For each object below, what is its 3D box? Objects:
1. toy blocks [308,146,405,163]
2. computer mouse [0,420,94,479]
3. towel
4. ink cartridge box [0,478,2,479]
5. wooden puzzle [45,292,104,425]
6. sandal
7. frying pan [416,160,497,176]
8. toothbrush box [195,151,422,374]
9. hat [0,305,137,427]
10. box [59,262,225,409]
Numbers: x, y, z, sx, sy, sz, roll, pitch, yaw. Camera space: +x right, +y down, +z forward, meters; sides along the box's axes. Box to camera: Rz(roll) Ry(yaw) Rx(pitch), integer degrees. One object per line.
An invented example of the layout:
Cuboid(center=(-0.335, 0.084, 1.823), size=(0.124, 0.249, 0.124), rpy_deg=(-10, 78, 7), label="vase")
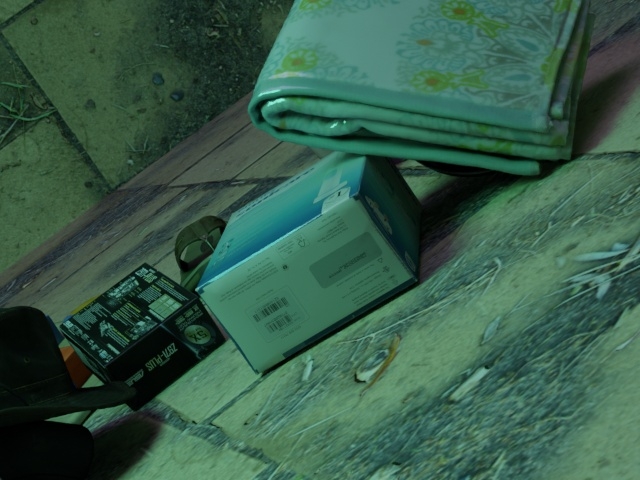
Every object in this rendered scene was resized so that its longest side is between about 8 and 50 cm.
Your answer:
Cuboid(center=(0.125, -0.259, 2.081), size=(0.289, 0.260, 0.309), rpy_deg=(-21, 18, 46), label="toy blocks")
Cuboid(center=(-0.390, 0.288, 1.703), size=(0.262, 0.060, 0.184), rpy_deg=(-7, 55, 25), label="computer mouse")
Cuboid(center=(0.133, -0.219, 1.781), size=(0.375, 0.090, 0.320), rpy_deg=(11, 43, 10), label="towel")
Cuboid(center=(-0.421, 0.316, 1.564), size=(0.212, 0.154, 0.093), rpy_deg=(-27, 14, 27), label="ink cartridge box")
Cuboid(center=(-0.396, 0.175, 2.100), size=(0.322, 0.080, 0.348), rpy_deg=(-14, 21, 36), label="wooden puzzle")
Cuboid(center=(-0.180, 0.009, 2.245), size=(0.120, 0.086, 0.303), rpy_deg=(-35, 13, -3), label="sandal")
Cuboid(center=(0.125, -0.150, 1.835), size=(0.326, 0.053, 0.197), rpy_deg=(0, 52, 15), label="frying pan")
Cuboid(center=(-0.005, 0.005, 1.736), size=(0.216, 0.126, 0.295), rpy_deg=(-31, 14, 13), label="toothbrush box")
Cuboid(center=(-0.382, 0.145, 1.691), size=(0.331, 0.133, 0.331), rpy_deg=(-10, -3, -1), label="hat")
Cuboid(center=(-0.230, 0.119, 1.900), size=(0.147, 0.077, 0.180), rpy_deg=(-38, 28, -16), label="box")
